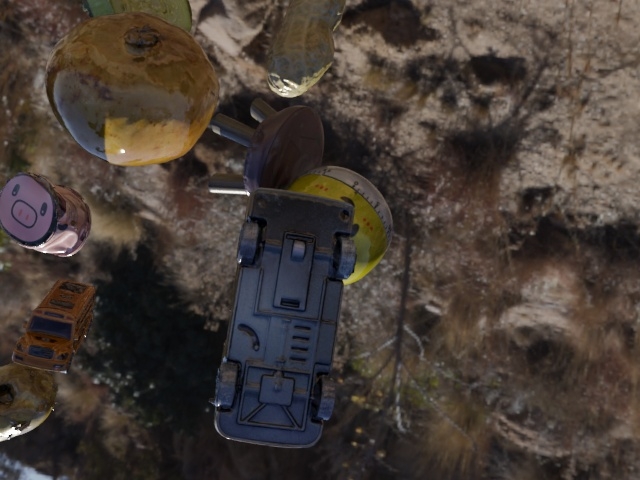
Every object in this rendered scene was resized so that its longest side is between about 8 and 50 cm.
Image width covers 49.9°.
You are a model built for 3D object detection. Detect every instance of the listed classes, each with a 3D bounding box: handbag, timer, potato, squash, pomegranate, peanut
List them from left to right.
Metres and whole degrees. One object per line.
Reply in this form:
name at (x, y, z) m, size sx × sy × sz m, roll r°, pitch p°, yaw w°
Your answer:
potato at (-0.632, 0.319, 1.345) m, size 0.300 × 0.140 × 0.173 m, roll -16°, pitch -177°, yaw 37°
handbag at (-0.658, -0.060, 1.641) m, size 0.205 × 0.179 × 0.116 m, roll 31°, pitch -172°, yaw 23°
squash at (-0.372, -0.466, 1.369) m, size 0.133 × 0.220 × 0.220 m, roll -15°, pitch 159°, yaw 22°
pomegranate at (-0.273, -0.223, 1.015) m, size 0.248 × 0.248 × 0.248 m, roll 12°, pitch 170°, yaw 2°
peanut at (-0.014, -0.264, 0.895) m, size 0.080 × 0.174 × 0.080 m, roll 21°, pitch 171°, yaw 3°
timer at (0.000, 0.000, 1.494) m, size 0.285 × 0.285 × 0.285 m, roll 12°, pitch 170°, yaw 2°

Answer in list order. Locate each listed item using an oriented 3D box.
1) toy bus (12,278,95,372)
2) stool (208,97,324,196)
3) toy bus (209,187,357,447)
toy bus at (-0.415, 0.132, 1.089) m, size 0.083 × 0.088 × 0.194 m, roll 14°, pitch -165°, yaw -10°
stool at (-0.128, -0.200, 1.615) m, size 0.179 × 0.272 × 0.272 m, roll 21°, pitch 174°, yaw 24°
toy bus at (-0.049, 0.091, 0.833) m, size 0.139 × 0.289 × 0.157 m, roll 8°, pitch 174°, yaw -10°
